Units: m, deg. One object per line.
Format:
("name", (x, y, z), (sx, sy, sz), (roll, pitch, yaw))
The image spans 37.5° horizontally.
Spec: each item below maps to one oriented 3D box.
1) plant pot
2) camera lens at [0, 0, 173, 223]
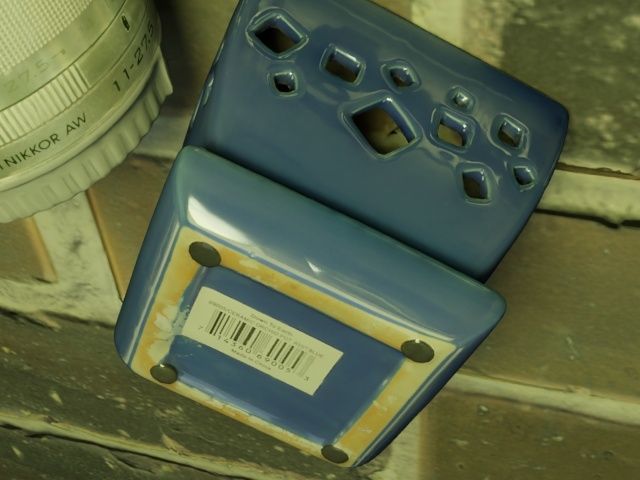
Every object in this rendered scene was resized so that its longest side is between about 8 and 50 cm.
("plant pot", (0.000, 0.000, 0.628), (0.236, 0.212, 0.236), (26, 139, -4))
("camera lens", (-0.226, -0.168, 0.529), (0.219, 0.219, 0.274), (3, 143, 20))
